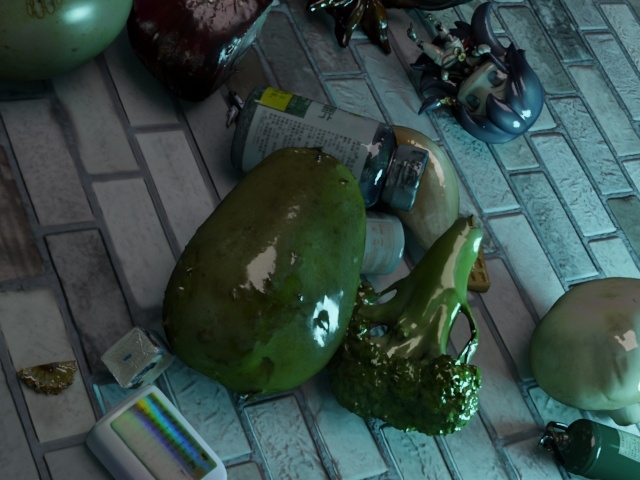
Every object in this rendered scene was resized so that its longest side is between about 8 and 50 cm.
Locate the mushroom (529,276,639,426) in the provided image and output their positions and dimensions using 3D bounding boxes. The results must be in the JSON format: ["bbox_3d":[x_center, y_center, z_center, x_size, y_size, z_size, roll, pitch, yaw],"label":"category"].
[{"bbox_3d":[0.468,0.189,1.995,0.260,0.234,0.254,-15,25,3],"label":"mushroom"}]

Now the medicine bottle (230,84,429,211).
[{"bbox_3d":[0.017,-0.135,1.930,0.293,0.141,0.141,19,48,5],"label":"medicine bottle"}]

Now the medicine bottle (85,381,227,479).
[{"bbox_3d":[-0.192,0.298,1.595,0.219,0.078,0.115,48,46,7],"label":"medicine bottle"}]

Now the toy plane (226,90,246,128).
[{"bbox_3d":[-0.126,-0.213,2.027,0.078,0.031,0.083,-25,76,-26],"label":"toy plane"}]

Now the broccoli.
[{"bbox_3d":[0.117,0.144,1.830,0.254,0.186,0.302,-3,50,16],"label":"broccoli"}]

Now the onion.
[{"bbox_3d":[-0.212,-0.341,1.950,0.206,0.216,0.207,36,55,1],"label":"onion"}]

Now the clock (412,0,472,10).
[{"bbox_3d":[0.198,-0.578,2.281,0.066,0.319,0.319,-31,77,-37],"label":"clock"}]

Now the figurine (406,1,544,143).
[{"bbox_3d":[0.285,-0.297,2.237,0.197,0.175,0.265,-20,78,-43],"label":"figurine"}]

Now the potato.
[{"bbox_3d":[-0.056,0.044,1.716,0.359,0.219,0.270,-57,134,-26],"label":"potato"}]

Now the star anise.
[{"bbox_3d":[0.062,-0.463,2.258,0.272,0.102,0.272,-3,95,-38],"label":"star anise"}]

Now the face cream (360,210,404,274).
[{"bbox_3d":[0.000,0.000,1.903,0.251,0.101,0.101,2,57,-28],"label":"face cream"}]

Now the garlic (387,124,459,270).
[{"bbox_3d":[0.145,-0.083,2.032,0.164,0.145,0.245,-31,78,-22],"label":"garlic"}]

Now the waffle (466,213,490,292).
[{"bbox_3d":[0.231,0.015,2.079,0.097,0.023,0.153,9,56,-26],"label":"waffle"}]

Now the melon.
[{"bbox_3d":[-0.412,-0.380,1.818,0.268,0.268,0.330,43,42,3],"label":"melon"}]

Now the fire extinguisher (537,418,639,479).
[{"bbox_3d":[0.452,0.338,1.939,0.294,0.093,0.118,19,25,-17],"label":"fire extinguisher"}]

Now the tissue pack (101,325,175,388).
[{"bbox_3d":[-0.240,0.156,1.646,0.074,0.094,0.059,-43,79,1],"label":"tissue pack"}]

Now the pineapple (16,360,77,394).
[{"bbox_3d":[-0.353,0.180,1.624,0.083,0.019,0.045,-4,58,-36],"label":"pineapple"}]
